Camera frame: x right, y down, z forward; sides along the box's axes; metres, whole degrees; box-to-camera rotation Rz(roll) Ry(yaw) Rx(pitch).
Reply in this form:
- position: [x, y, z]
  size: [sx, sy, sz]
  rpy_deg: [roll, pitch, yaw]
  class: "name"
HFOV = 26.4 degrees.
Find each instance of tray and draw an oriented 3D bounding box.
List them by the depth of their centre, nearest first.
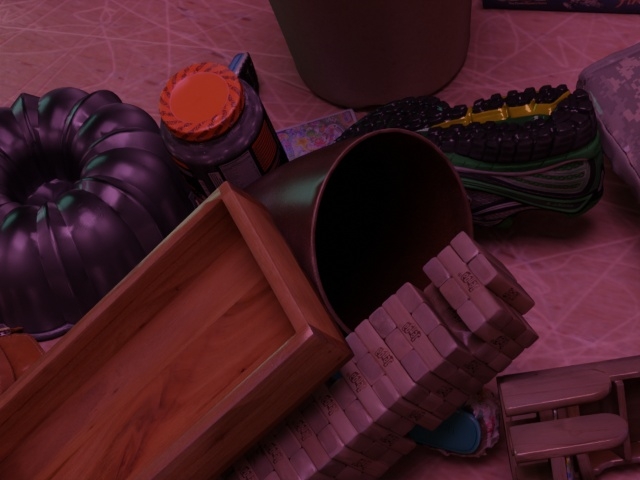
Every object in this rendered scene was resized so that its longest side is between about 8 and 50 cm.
- position: [-0.174, 0.158, 1.268]
  size: [0.411, 0.076, 0.203]
  rpy_deg: [-43, 50, 14]
  class: "tray"

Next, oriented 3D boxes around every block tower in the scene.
- position: [0.047, 0.145, 1.251]
  size: [0.335, 0.097, 0.091]
  rpy_deg: [-44, 52, 10]
  class: "block tower"

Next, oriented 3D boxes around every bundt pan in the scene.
- position: [-0.308, -0.053, 1.558]
  size: [0.330, 0.124, 0.331]
  rpy_deg: [-6, 49, 7]
  class: "bundt pan"

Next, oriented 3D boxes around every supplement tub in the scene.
- position: [-0.106, -0.105, 1.506]
  size: [0.117, 0.190, 0.117]
  rpy_deg: [-7, 59, 11]
  class: "supplement tub"

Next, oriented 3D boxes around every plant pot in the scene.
- position: [0.000, 0.000, 1.400]
  size: [0.230, 0.215, 0.215]
  rpy_deg: [0, 44, 49]
  class: "plant pot"
- position: [0.057, -0.333, 1.599]
  size: [0.333, 0.305, 0.334]
  rpy_deg: [-6, 50, 7]
  class: "plant pot"

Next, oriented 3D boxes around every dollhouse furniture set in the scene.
- position: [0.249, 0.204, 1.179]
  size: [0.161, 0.212, 0.242]
  rpy_deg: [-9, 22, 5]
  class: "dollhouse furniture set"

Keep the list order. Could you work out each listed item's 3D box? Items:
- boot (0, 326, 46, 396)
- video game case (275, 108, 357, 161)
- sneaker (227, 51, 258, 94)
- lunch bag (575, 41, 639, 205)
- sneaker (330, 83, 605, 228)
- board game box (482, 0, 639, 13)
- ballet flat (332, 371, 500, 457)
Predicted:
- position: [-0.423, 0.127, 1.442]
  size: [0.220, 0.109, 0.283]
  rpy_deg: [-21, 22, -26]
  class: "boot"
- position: [-0.008, -0.109, 1.617]
  size: [0.122, 0.011, 0.087]
  rpy_deg: [-17, 50, -3]
  class: "video game case"
- position: [-0.130, -0.172, 1.662]
  size: [0.073, 0.063, 0.162]
  rpy_deg: [11, 53, 24]
  class: "sneaker"
- position: [0.433, -0.113, 1.432]
  size: [0.287, 0.169, 0.235]
  rpy_deg: [-15, 49, -7]
  class: "lunch bag"
- position: [0.141, -0.068, 1.477]
  size: [0.343, 0.146, 0.134]
  rpy_deg: [0, 37, 33]
  class: "sneaker"
- position: [0.338, -0.361, 1.739]
  size: [0.243, 0.042, 0.165]
  rpy_deg: [4, 52, 15]
  class: "board game box"
- position: [0.070, 0.150, 1.353]
  size: [0.241, 0.091, 0.077]
  rpy_deg: [21, 27, 21]
  class: "ballet flat"
